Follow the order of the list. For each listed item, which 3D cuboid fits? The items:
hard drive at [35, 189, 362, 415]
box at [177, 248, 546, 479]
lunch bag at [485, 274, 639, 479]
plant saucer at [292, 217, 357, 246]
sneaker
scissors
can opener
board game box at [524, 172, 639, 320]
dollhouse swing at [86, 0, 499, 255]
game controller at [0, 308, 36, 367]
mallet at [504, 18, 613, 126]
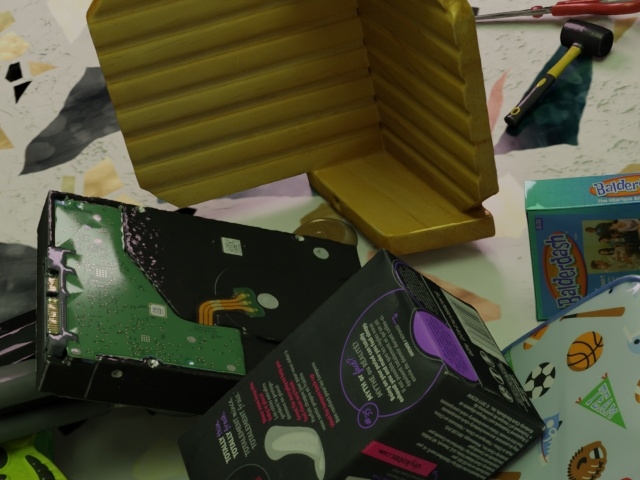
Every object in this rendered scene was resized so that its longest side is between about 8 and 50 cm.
[{"bbox_3d":[-0.109,0.072,1.364,0.339,0.064,0.237,10,38,-21],"label":"hard drive"},{"bbox_3d":[0.029,0.169,1.200,0.270,0.143,0.165,-43,41,17],"label":"box"},{"bbox_3d":[0.238,0.188,1.157,0.243,0.115,0.303,-35,33,36],"label":"lunch bag"},{"bbox_3d":[0.000,0.000,1.559,0.083,0.015,0.083,-7,43,7],"label":"plant saucer"},{"bbox_3d":[-0.296,0.239,1.316,0.110,0.123,0.295,-6,22,-16],"label":"sneaker"},{"bbox_3d":[0.301,-0.298,1.788,0.297,0.021,0.109,0,19,32],"label":"scissors"},{"bbox_3d":[-0.213,0.140,1.330,0.093,0.074,0.280,23,21,40],"label":"can opener"},{"bbox_3d":[0.313,0.005,1.370,0.210,0.160,0.047,-4,44,10],"label":"board game box"},{"bbox_3d":[-0.035,-0.145,1.453,0.305,0.346,0.315,-24,37,-16],"label":"dollhouse swing"},{"bbox_3d":[-0.315,0.118,1.405,0.166,0.067,0.319,-7,12,46],"label":"game controller"},{"bbox_3d":[0.279,-0.207,1.694,0.190,0.039,0.062,-40,48,-20],"label":"mallet"}]
